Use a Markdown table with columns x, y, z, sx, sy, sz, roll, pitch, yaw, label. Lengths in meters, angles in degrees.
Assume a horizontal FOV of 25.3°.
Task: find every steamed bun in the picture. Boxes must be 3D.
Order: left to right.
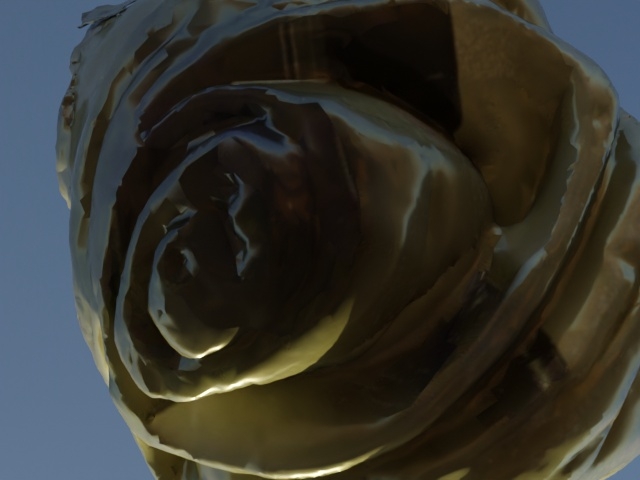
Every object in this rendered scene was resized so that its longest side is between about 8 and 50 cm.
| x | y | z | sx | sy | sz | roll | pitch | yaw | label |
| --- | --- | --- | --- | --- | --- | --- | --- | --- | --- |
| 0.000 | 0.000 | 0.741 | 0.394 | 0.237 | 0.346 | 33 | -89 | 13 | steamed bun |
